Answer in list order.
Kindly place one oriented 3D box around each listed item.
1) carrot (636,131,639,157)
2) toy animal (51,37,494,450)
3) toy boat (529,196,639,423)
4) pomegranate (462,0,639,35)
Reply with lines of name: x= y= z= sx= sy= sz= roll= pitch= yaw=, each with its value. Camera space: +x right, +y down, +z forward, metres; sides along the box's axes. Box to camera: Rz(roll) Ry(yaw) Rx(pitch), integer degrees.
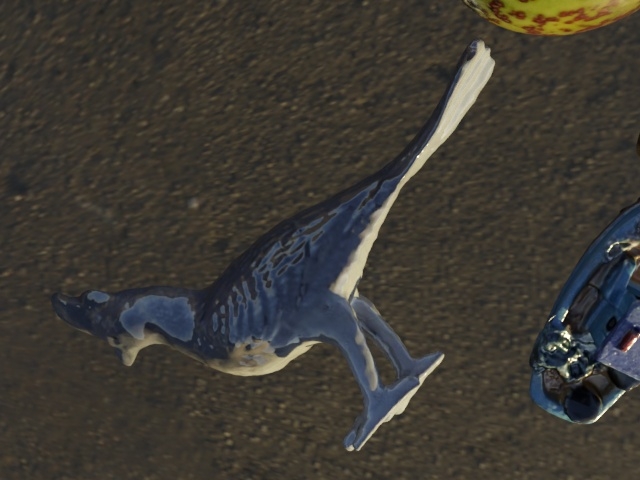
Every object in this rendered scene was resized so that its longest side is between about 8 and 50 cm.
carrot: x=0.432 y=-0.051 z=1.203 sx=0.139 sy=0.302 sz=0.138 roll=-33 pitch=140 yaw=-34
toy animal: x=0.003 y=0.039 z=0.967 sx=0.367 sy=0.081 sz=0.205 roll=-31 pitch=84 yaw=12
toy boat: x=0.242 y=0.049 z=1.089 sx=0.100 sy=0.097 sz=0.223 roll=25 pitch=111 yaw=-13
pomegranate: x=0.115 y=-0.232 z=0.827 sx=0.214 sy=0.248 sz=0.214 roll=-17 pitch=113 yaw=-46
